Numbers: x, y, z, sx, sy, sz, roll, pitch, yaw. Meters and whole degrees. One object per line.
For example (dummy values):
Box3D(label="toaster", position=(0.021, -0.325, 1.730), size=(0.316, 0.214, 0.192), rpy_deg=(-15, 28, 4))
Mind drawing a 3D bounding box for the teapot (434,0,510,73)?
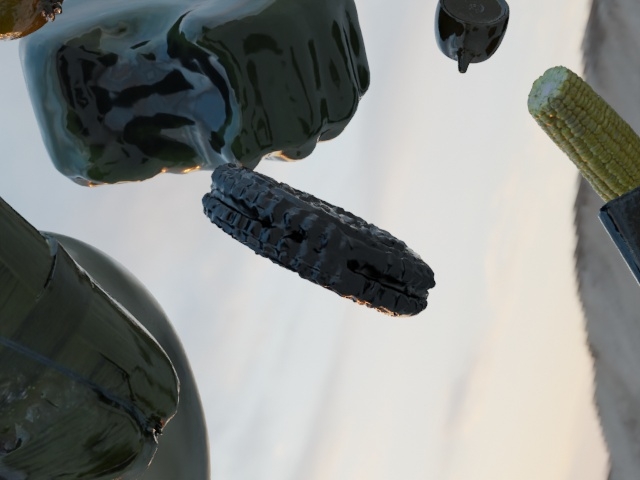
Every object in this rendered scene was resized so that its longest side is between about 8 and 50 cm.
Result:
Box3D(label="teapot", position=(0.154, -0.221, 1.499), size=(0.121, 0.076, 0.068), rpy_deg=(-79, -1, -47))

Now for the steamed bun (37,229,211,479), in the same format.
Box3D(label="steamed bun", position=(-0.250, 0.174, 1.239), size=(0.334, 0.333, 0.374), rpy_deg=(-22, -78, -70))

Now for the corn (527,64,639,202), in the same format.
Box3D(label="corn", position=(0.370, -0.133, 1.930), size=(0.244, 0.093, 0.093), rpy_deg=(44, -125, -28))

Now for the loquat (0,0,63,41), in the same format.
Box3D(label="loquat", position=(-0.263, -0.230, 1.170), size=(0.141, 0.141, 0.141), rpy_deg=(17, -90, -74))

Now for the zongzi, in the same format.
Box3D(label="zongzi", position=(-0.238, 0.107, 0.819), size=(0.274, 0.251, 0.125), rpy_deg=(-50, 19, -14))

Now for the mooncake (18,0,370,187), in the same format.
Box3D(label="mooncake", position=(-0.126, -0.178, 1.492), size=(0.351, 0.351, 0.187), rpy_deg=(-51, -50, -53))

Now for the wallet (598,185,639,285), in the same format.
Box3D(label="wallet", position=(0.473, 0.062, 1.697), size=(0.172, 0.318, 0.045), rpy_deg=(-28, -18, 1))

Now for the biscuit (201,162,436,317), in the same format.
Box3D(label="biscuit", position=(0.000, 0.000, 1.073), size=(0.053, 0.194, 0.194), rpy_deg=(-64, -16, 4))
